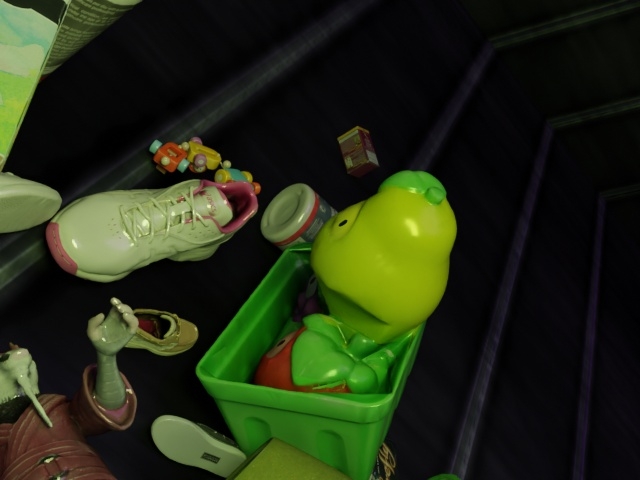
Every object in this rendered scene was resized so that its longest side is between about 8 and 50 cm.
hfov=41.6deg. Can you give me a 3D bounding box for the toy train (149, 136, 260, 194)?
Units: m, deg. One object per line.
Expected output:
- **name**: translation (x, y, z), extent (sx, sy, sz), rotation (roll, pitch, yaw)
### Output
- **toy train**: translation (-0.168, -0.092, 1.217), extent (0.166, 0.046, 0.125), rotation (33, 25, -7)

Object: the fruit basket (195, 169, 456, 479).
- **fruit basket**: translation (0.032, 0.077, 1.090), extent (0.392, 0.282, 0.392), rotation (6, 90, -73)

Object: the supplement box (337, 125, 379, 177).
- **supplement box**: translation (0.075, -0.175, 1.669), extent (0.043, 0.055, 0.083), rotation (14, 55, -52)

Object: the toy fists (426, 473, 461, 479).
- **toy fists**: translation (0.182, 0.489, 1.228), extent (0.279, 0.096, 0.142), rotation (-82, 157, -47)

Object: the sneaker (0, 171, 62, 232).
- **sneaker**: translation (-0.371, -0.065, 0.884), extent (0.212, 0.080, 0.094), rotation (5, 52, -54)

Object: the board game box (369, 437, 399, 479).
- **board game box**: translation (0.056, 0.385, 1.195), extent (0.165, 0.042, 0.243), rotation (32, 41, -40)

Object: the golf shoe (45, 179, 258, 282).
- **golf shoe**: translation (-0.199, -0.030, 1.050), extent (0.306, 0.140, 0.115), rotation (-17, 82, -58)

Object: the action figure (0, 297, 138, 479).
- **action figure**: translation (-0.219, 0.234, 0.755), extent (0.370, 0.248, 0.276), rotation (53, -14, 36)

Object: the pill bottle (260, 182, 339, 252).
- **pill bottle**: translation (0.000, 0.000, 1.359), extent (0.180, 0.108, 0.108), rotation (40, 36, -33)

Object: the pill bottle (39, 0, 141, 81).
- **pill bottle**: translation (-0.294, -0.317, 0.956), extent (0.176, 0.318, 0.176), rotation (37, 39, -38)

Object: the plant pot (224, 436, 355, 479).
- **plant pot**: translation (-0.001, 0.373, 0.938), extent (0.293, 0.275, 0.275), rotation (47, 30, 4)

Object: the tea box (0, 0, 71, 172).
- **tea box**: translation (-0.415, -0.163, 0.688), extent (0.329, 0.220, 0.324), rotation (27, 44, -26)

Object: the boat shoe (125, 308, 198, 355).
- **boat shoe**: translation (-0.195, 0.111, 1.032), extent (0.135, 0.045, 0.050), rotation (11, 57, -53)

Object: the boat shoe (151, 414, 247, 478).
- **boat shoe**: translation (-0.147, 0.242, 1.007), extent (0.142, 0.049, 0.040), rotation (38, 4, -32)
